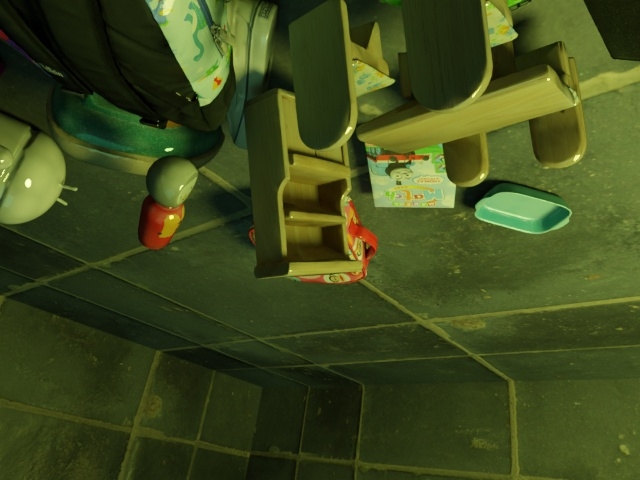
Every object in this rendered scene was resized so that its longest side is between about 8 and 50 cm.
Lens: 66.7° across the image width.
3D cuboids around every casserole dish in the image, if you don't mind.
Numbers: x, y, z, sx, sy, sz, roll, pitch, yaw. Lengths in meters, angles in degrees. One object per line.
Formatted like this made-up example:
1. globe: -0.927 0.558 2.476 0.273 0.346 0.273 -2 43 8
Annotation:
1. casserole dish: 0.397 -0.065 0.961 0.188 0.037 0.114 14 152 -8

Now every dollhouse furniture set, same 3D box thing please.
1. dollhouse furniture set: 0.100 -0.097 0.618 0.394 0.256 0.362 -10 173 38

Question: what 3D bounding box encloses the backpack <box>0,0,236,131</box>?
1. backpack: -0.225 -0.282 0.474 0.290 0.273 0.355 24 -177 3

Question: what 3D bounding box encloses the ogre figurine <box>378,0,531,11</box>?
1. ogre figurine: 0.145 -0.290 0.550 0.118 0.197 0.097 -9 104 48

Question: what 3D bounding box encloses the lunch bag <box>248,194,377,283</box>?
1. lunch bag: 0.000 0.000 1.112 0.258 0.120 0.293 -1 150 17

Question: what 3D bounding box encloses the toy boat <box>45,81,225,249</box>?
1. toy boat: -0.250 -0.146 0.723 0.267 0.318 0.148 0 140 -34

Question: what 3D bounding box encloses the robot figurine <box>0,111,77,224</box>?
1. robot figurine: -0.655 -0.157 0.926 0.353 0.199 0.300 26 168 -28

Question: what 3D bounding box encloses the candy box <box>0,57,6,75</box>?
1. candy box: -0.658 -0.266 0.765 0.233 0.159 0.071 9 151 -1

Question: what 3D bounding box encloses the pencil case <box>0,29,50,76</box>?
1. pencil case: -0.426 -0.327 0.647 0.104 0.104 0.236 -9 147 31

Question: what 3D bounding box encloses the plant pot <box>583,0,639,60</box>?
1. plant pot: 0.343 -0.274 0.443 0.187 0.188 0.167 32 156 -37

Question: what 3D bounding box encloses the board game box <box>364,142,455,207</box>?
1. board game box: 0.171 -0.132 0.900 0.160 0.039 0.211 1 152 13

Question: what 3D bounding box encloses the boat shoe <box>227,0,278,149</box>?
1. boat shoe: -0.123 -0.246 0.732 0.084 0.095 0.258 16 141 -5
